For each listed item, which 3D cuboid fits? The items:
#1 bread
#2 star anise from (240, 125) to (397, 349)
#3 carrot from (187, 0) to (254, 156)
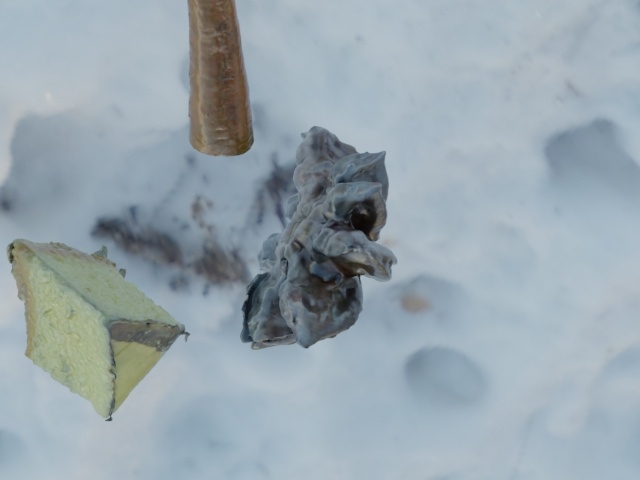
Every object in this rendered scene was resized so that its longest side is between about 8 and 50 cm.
[{"bbox_3d":[-0.218,0.069,1.548,0.127,0.147,0.152,-51,152,-3],"label":"bread"},{"bbox_3d":[0.000,0.000,1.536,0.093,0.236,0.229,22,152,-22],"label":"star anise"},{"bbox_3d":[-0.088,-0.172,1.404,0.057,0.057,0.224,-12,129,-12],"label":"carrot"}]
